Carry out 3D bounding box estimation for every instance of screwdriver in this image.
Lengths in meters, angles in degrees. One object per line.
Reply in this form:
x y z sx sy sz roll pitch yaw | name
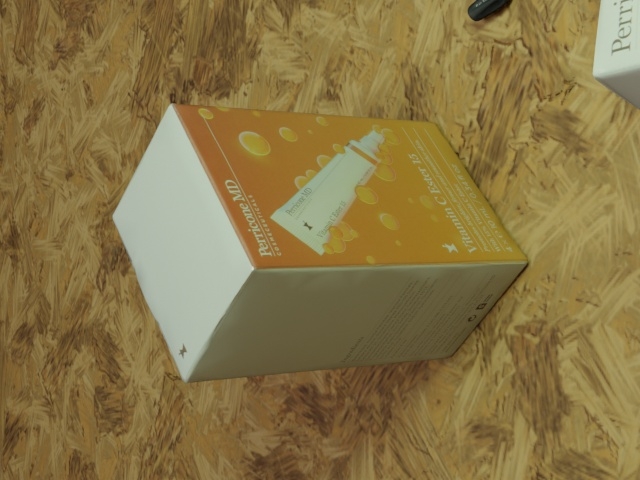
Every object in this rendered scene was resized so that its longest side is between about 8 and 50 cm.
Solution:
0.212 -0.272 1.216 0.170 0.024 0.025 -34 35 41 | screwdriver

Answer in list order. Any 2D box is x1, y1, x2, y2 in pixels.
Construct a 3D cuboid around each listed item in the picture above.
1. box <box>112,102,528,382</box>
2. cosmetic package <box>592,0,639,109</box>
0.000 0.000 1.226 0.168 0.345 0.215 -56 49 37 | box
0.375 -0.203 0.743 0.385 0.156 0.217 -12 62 44 | cosmetic package
